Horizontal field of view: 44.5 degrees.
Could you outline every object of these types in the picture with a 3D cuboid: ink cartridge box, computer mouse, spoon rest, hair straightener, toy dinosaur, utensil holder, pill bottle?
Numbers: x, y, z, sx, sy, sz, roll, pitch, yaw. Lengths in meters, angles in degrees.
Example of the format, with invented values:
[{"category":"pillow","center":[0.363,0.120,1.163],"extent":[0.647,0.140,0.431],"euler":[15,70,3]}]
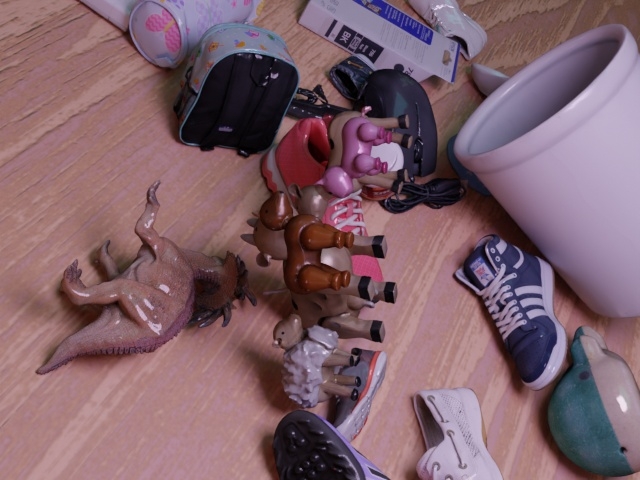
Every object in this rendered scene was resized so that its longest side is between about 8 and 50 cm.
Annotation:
[{"category":"ink cartridge box","center":[0.127,-0.422,1.601],"extent":[0.333,0.065,0.165],"euler":[28,44,-9]},{"category":"computer mouse","center":[0.162,-0.189,1.373],"extent":[0.189,0.072,0.272],"euler":[-8,77,-34]},{"category":"spoon rest","center":[0.417,-0.308,1.639],"extent":[0.137,0.084,0.276],"euler":[9,33,-36]},{"category":"hair straightener","center":[-0.018,-0.235,1.373],"extent":[0.231,0.047,0.089],"euler":[12,49,-19]},{"category":"toy dinosaur","center":[-0.193,0.071,0.947],"extent":[0.200,0.127,0.295],"euler":[42,49,-6]},{"category":"utensil holder","center":[0.471,-0.108,1.319],"extent":[0.385,0.328,0.327],"euler":[47,41,-16]},{"category":"pill bottle","center":[0.089,-0.119,1.239],"extent":[0.086,0.152,0.086],"euler":[-1,82,6]}]

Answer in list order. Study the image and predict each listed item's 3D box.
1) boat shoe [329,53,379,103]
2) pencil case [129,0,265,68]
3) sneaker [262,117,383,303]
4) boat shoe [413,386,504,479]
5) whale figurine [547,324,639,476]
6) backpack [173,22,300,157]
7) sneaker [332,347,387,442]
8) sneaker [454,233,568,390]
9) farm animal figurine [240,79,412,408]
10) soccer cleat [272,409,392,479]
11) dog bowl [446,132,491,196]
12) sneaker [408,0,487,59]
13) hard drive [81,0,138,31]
[{"category":"boat shoe","center":[0.100,-0.273,1.465],"extent":[0.183,0.065,0.083],"euler":[41,46,12]},{"category":"pencil case","center":[-0.202,-0.389,1.325],"extent":[0.114,0.124,0.273],"euler":[15,37,23]},{"category":"sneaker","center":[0.012,-0.050,1.164],"extent":[0.116,0.136,0.313],"euler":[-9,61,-37]},{"category":"boat shoe","center":[0.168,0.299,1.000],"extent":[0.096,0.098,0.277],"euler":[7,31,-8]},{"category":"whale figurine","center":[0.416,0.242,1.203],"extent":[0.216,0.141,0.272],"euler":[60,17,-19]},{"category":"backpack","center":[-0.126,-0.240,1.194],"extent":[0.166,0.188,0.144],"euler":[7,52,-28]},{"category":"sneaker","center":[0.037,0.204,1.041],"extent":[0.065,0.061,0.158],"euler":[16,40,16]},{"category":"sneaker","center":[0.298,0.103,1.247],"extent":[0.153,0.099,0.282],"euler":[31,37,-15]},{"category":"farm animal figurine","center":[0.000,0.000,1.011],"extent":[0.172,0.326,0.330],"euler":[6,34,21]},{"category":"soccer cleat","center":[0.067,0.327,0.925],"extent":[0.318,0.108,0.116],"euler":[48,25,12]},{"category":"dog bowl","center":[0.393,-0.141,1.533],"extent":[0.297,0.074,0.165],"euler":[24,45,-15]},{"category":"sneaker","center":[0.276,-0.487,1.750],"extent":[0.212,0.080,0.094],"euler":[37,55,-3]},{"category":"hard drive","center":[-0.416,-0.515,1.338],"extent":[0.353,0.047,0.233],"euler":[35,43,-4]}]
